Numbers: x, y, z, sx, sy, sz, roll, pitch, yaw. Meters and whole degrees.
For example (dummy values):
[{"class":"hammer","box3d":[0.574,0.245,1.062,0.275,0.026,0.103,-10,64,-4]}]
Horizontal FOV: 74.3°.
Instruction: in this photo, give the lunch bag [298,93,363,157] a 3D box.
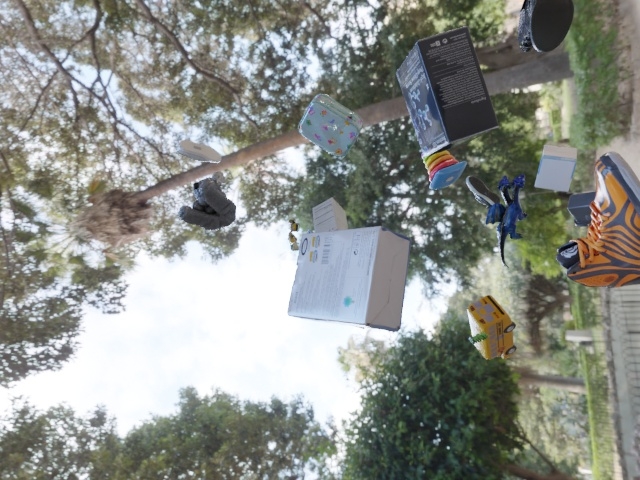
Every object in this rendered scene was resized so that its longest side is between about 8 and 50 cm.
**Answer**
[{"class":"lunch bag","box3d":[0.055,-0.535,1.972,0.279,0.224,0.108,31,-136,-5]}]

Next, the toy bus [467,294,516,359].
[{"class":"toy bus","box3d":[0.643,0.341,1.582,0.108,0.130,0.333,60,179,45]}]

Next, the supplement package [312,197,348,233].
[{"class":"supplement package","box3d":[0.043,-0.064,1.711,0.105,0.105,0.179,42,-150,-40]}]

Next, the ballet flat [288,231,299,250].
[{"class":"ballet flat","box3d":[-0.153,0.009,2.432,0.168,0.052,0.057,-104,24,-51]}]

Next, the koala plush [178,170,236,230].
[{"class":"koala plush","box3d":[-0.441,-0.167,1.683,0.203,0.196,0.221,31,-159,-39]}]

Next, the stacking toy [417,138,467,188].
[{"class":"stacking toy","box3d":[0.568,-0.420,2.107,0.166,0.175,0.302,96,151,-65]}]

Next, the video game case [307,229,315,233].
[{"class":"video game case","box3d":[0.000,0.000,1.954,0.119,0.015,0.166,33,-173,-13]}]

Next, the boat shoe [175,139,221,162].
[{"class":"boat shoe","box3d":[-0.494,-0.349,1.714,0.184,0.063,0.066,5,-116,-44]}]

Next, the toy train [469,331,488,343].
[{"class":"toy train","box3d":[0.475,0.292,1.270,0.083,0.023,0.017,-3,-59,-39]}]

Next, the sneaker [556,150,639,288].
[{"class":"sneaker","box3d":[0.547,-0.010,0.825,0.321,0.180,0.125,52,-146,-23]}]

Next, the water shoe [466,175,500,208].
[{"class":"water shoe","box3d":[0.740,-0.216,1.969,0.203,0.080,0.073,38,-116,-8]}]

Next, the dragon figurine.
[{"class":"dragon figurine","box3d":[0.583,-0.069,1.336,0.144,0.085,0.289,37,-107,-38]}]

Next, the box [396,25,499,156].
[{"class":"box","box3d":[0.492,-0.572,1.687,0.293,0.211,0.396,179,72,-85]}]

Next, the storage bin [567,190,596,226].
[{"class":"storage bin","box3d":[0.850,-0.100,1.325,0.091,0.135,0.098,33,-111,-26]}]

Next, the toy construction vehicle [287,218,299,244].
[{"class":"toy construction vehicle","box3d":[-0.110,-0.036,1.594,0.035,0.086,0.098,8,-96,-19]}]

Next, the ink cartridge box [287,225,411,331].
[{"class":"ink cartridge box","box3d":[0.055,0.113,1.259,0.151,0.395,0.270,22,-108,-40]}]

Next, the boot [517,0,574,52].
[{"class":"boot","box3d":[0.568,-0.562,1.098,0.229,0.091,0.263,35,-119,-76]}]

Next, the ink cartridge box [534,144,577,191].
[{"class":"ink cartridge box","box3d":[0.693,-0.218,1.243,0.143,0.089,0.092,-46,-39,-47]}]
